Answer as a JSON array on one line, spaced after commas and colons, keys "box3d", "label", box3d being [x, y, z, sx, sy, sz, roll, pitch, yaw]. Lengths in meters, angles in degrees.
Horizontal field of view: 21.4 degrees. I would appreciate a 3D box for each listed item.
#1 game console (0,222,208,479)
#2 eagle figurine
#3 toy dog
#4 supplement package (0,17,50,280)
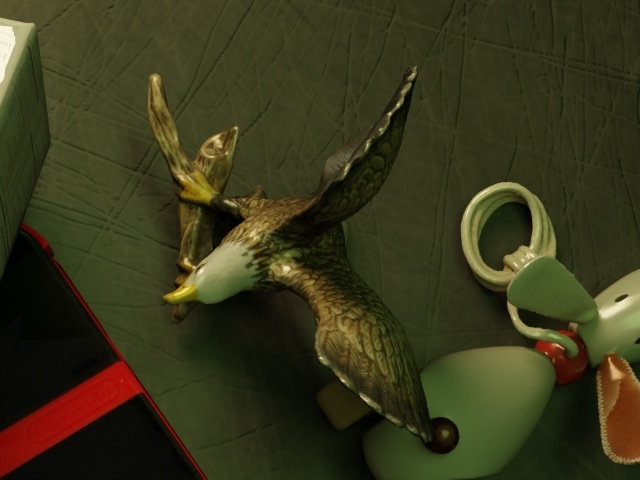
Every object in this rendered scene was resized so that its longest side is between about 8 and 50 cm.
[{"box3d": [-0.294, 0.188, 1.187, 0.386, 0.060, 0.342, -31, 78, -19], "label": "game console"}, {"box3d": [-0.007, 0.007, 1.198, 0.226, 0.298, 0.225, 48, 62, -33], "label": "eagle figurine"}, {"box3d": [0.155, 0.103, 1.296, 0.220, 0.161, 0.333, 41, 71, -3], "label": "toy dog"}, {"box3d": [-0.312, -0.049, 1.170, 0.194, 0.149, 0.203, 11, 58, 4], "label": "supplement package"}]
